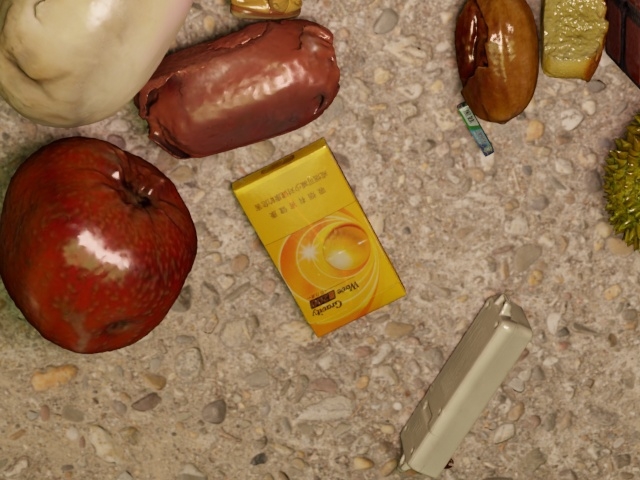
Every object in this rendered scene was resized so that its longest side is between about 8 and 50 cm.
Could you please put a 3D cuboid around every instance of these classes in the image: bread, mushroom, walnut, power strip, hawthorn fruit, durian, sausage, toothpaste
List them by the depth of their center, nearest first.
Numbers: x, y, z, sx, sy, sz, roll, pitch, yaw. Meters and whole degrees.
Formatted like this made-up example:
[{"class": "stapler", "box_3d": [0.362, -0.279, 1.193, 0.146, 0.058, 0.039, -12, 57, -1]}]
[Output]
[{"class": "mushroom", "box_3d": [-0.285, -0.310, 1.756, 0.315, 0.356, 0.315, -9, 145, -6]}, {"class": "sausage", "box_3d": [-0.107, -0.202, 1.875, 0.280, 0.152, 0.152, -18, 114, 3]}, {"class": "bread", "box_3d": [0.337, -0.287, 1.883, 0.086, 0.125, 0.156, 2, 85, 4]}, {"class": "walnut", "box_3d": [0.237, -0.256, 1.898, 0.116, 0.116, 0.207, -4, 114, -2]}, {"class": "hawthorn fruit", "box_3d": [-0.305, 0.019, 1.905, 0.275, 0.275, 0.299, 12, 123, -9]}, {"class": "durian", "box_3d": [0.514, -0.072, 1.950, 0.291, 0.225, 0.291, -2, 94, -34]}, {"class": "toothpaste", "box_3d": [0.219, -0.157, 1.988, 0.017, 0.020, 0.083, -28, 113, 13]}, {"class": "power strip", "box_3d": [0.210, 0.228, 2.119, 0.058, 0.098, 0.338, 25, 111, -17]}]

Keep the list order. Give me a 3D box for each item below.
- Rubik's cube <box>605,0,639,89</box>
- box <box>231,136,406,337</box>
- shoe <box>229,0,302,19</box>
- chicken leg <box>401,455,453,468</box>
[{"class": "Rubik's cube", "box_3d": [0.541, -0.344, 1.773, 0.301, 0.305, 0.303, -5, 116, -1]}, {"class": "box", "box_3d": [0.000, 0.000, 2.032, 0.152, 0.043, 0.269, -27, 113, 8]}, {"class": "shoe", "box_3d": [-0.066, -0.327, 1.863, 0.109, 0.072, 0.069, -1, 119, -3]}, {"class": "chicken leg", "box_3d": [0.168, 0.352, 2.215, 0.083, 0.021, 0.036, -1, 124, 1]}]
